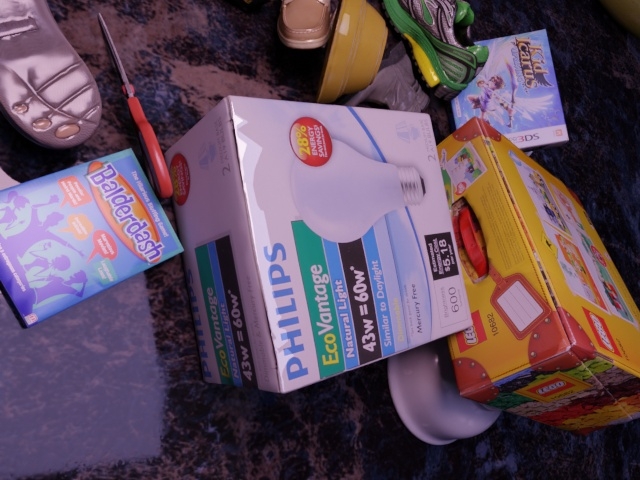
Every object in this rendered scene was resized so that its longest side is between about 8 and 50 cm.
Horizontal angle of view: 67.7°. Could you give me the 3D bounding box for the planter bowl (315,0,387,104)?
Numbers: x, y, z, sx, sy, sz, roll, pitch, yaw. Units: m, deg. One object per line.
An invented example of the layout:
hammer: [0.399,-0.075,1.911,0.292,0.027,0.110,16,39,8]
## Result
planter bowl: [0.058,-0.327,0.821,0.090,0.217,0.217,13,71,-7]

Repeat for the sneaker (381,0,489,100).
sneaker: [0.251,-0.486,1.033,0.134,0.146,0.343,-19,78,-45]

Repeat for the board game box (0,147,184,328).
board game box: [-0.307,-0.010,0.613,0.210,0.047,0.160,-32,99,-36]

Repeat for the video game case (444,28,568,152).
video game case: [0.420,-0.333,1.111,0.244,0.061,0.269,-10,85,1]

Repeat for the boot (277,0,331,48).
boot: [-0.022,-0.459,0.781,0.095,0.203,0.262,5,52,1]

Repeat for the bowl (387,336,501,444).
bowl: [0.282,0.250,0.932,0.298,0.134,0.298,8,75,-34]

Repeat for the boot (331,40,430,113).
boot: [0.140,-0.287,0.977,0.246,0.083,0.161,-47,114,-31]

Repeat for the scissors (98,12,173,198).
scissors: [-0.256,-0.195,0.653,0.021,0.109,0.297,-17,90,-21]

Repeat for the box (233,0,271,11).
box: [-0.162,-0.586,0.762,0.257,0.079,0.322,23,67,-56]

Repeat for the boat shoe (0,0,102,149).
boat shoe: [-0.387,-0.268,0.561,0.132,0.130,0.355,-26,102,-33]

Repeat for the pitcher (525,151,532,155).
pitcher: [0.519,-0.324,1.239,0.207,0.125,0.178,17,89,-41]

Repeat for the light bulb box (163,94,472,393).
light bulb box: [0.000,0.000,0.723,0.361,0.225,0.358,-8,85,-37]

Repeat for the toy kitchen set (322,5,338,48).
toy kitchen set: [0.011,-0.436,0.917,0.075,0.068,0.083,33,63,-26]

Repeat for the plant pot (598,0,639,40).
plant pot: [1.158,-0.920,1.746,0.293,0.275,0.275,14,72,-17]

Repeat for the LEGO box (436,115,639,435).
LEGO box: [0.396,0.062,0.903,0.372,0.193,0.500,25,43,-29]
